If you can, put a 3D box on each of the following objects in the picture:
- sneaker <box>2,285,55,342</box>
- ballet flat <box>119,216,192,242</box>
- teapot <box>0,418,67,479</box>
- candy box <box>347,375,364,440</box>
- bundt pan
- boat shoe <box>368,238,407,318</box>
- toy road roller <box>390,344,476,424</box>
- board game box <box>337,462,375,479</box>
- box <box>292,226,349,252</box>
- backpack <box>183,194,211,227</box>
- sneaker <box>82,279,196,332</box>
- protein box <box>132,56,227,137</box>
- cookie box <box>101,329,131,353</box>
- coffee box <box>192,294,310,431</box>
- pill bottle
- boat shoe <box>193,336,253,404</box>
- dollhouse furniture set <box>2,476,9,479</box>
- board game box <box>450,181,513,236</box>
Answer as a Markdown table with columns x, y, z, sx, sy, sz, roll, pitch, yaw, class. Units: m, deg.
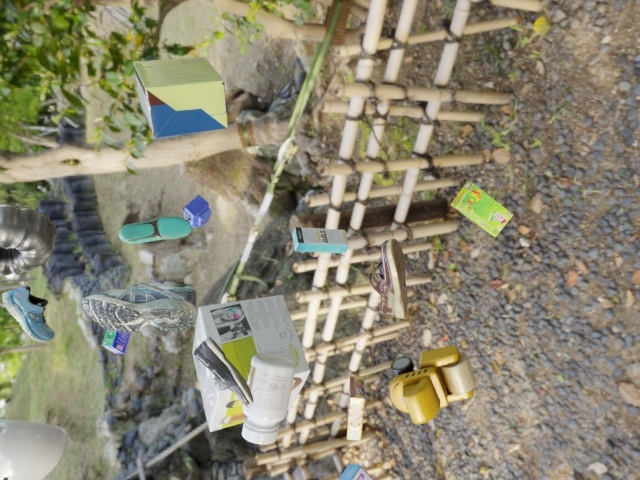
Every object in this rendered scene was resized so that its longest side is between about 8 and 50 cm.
| x | y | z | sx | sy | sz | roll | pitch | yaw | class |
| --- | --- | --- | --- | --- | --- | --- | --- | --- | --- |
| -0.674 | 0.175 | 1.130 | 0.063 | 0.073 | 0.162 | 38 | 152 | 48 | sneaker |
| -0.590 | -0.038 | 1.710 | 0.087 | 0.248 | 0.083 | -10 | 89 | 65 | ballet flat |
| -0.798 | 0.567 | 1.225 | 0.253 | 0.256 | 0.187 | -21 | 53 | 37 | teapot |
| 0.119 | 0.571 | 1.624 | 0.109 | 0.053 | 0.186 | -83 | -6 | -65 | candy box |
| -1.116 | 0.017 | 1.689 | 0.330 | 0.331 | 0.124 | -60 | 41 | 47 | bundt pan |
| 0.217 | 0.134 | 1.590 | 0.342 | 0.123 | 0.123 | 74 | -155 | -43 | boat shoe |
| 0.437 | 0.579 | 1.871 | 0.240 | 0.330 | 0.202 | -62 | -49 | -69 | toy road roller |
| 0.124 | 0.744 | 1.144 | 0.316 | 0.242 | 0.064 | 46 | 149 | -2 | board game box |
| 0.000 | 0.000 | 2.173 | 0.060 | 0.245 | 0.100 | 111 | 155 | -44 | box |
| -0.497 | -0.103 | 1.919 | 0.101 | 0.098 | 0.120 | 45 | 147 | 3 | backpack |
| -0.451 | 0.160 | 1.216 | 0.122 | 0.283 | 0.110 | -85 | 1 | -51 | sneaker |
| -0.379 | -0.392 | 1.289 | 0.201 | 0.200 | 0.135 | -126 | 31 | -44 | protein box |
| -0.676 | 0.314 | 1.594 | 0.091 | 0.040 | 0.107 | 80 | -165 | -60 | cookie box |
| -0.274 | 0.455 | 1.800 | 0.338 | 0.335 | 0.337 | 65 | 149 | 35 | coffee box |
| -0.154 | 0.453 | 1.374 | 0.131 | 0.131 | 0.229 | 10 | 88 | 61 | pill bottle |
| -0.252 | 0.349 | 1.239 | 0.206 | 0.065 | 0.075 | 51 | 172 | 8 | boat shoe |
| -0.668 | 0.549 | 0.862 | 0.303 | 0.287 | 0.198 | -23 | 47 | 63 | dollhouse furniture set |
| 0.516 | -0.099 | 1.527 | 0.092 | 0.181 | 0.043 | -55 | 18 | 8 | board game box |
